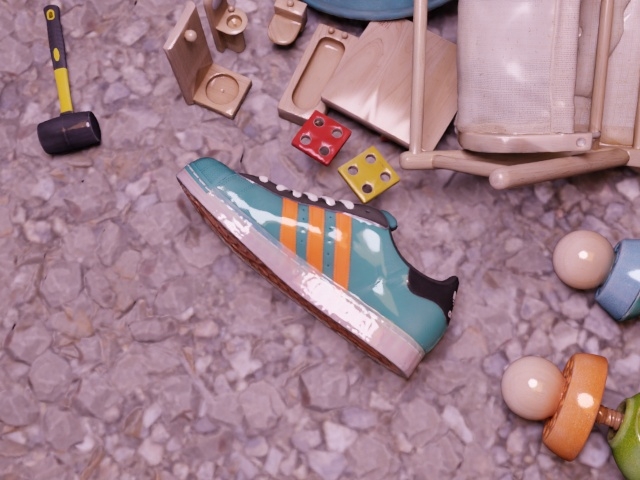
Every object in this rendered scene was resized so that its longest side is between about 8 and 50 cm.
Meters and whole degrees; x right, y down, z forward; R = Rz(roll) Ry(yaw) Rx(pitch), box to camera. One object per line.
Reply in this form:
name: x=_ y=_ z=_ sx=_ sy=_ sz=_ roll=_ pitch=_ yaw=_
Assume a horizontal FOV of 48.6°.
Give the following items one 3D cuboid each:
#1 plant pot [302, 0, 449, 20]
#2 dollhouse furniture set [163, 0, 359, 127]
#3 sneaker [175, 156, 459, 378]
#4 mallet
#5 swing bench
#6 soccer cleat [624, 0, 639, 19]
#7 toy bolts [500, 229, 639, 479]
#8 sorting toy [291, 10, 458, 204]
plant pot: x=0.055 y=-0.414 z=0.712 sx=0.272 sy=0.255 sz=0.271 roll=-3 pitch=65 yaw=6
dollhouse furniture set: x=-0.054 y=-0.203 z=0.748 sx=0.151 sy=0.123 sz=0.144 roll=24 pitch=77 yaw=7
sneaker: x=0.000 y=0.000 z=0.707 sx=0.302 sy=0.108 sz=0.121 roll=38 pitch=78 yaw=2
mallet: x=-0.299 y=-0.181 z=0.796 sx=0.062 sy=0.039 sz=0.189 roll=-22 pitch=71 yaw=-3
swing bench: x=0.223 y=-0.188 z=0.660 sx=0.255 sy=0.165 sz=0.253 roll=-6 pitch=105 yaw=-26
soccer cleat: x=0.326 y=-0.249 z=0.759 sx=0.318 sy=0.116 sz=0.108 roll=26 pitch=77 yaw=7
toy bolts: x=0.275 y=0.077 z=0.642 sx=0.159 sy=0.218 sz=0.228 roll=22 pitch=58 yaw=13
sorting toy: x=0.084 y=-0.158 z=0.771 sx=0.132 sy=0.046 sz=0.274 roll=30 pitch=72 yaw=8
